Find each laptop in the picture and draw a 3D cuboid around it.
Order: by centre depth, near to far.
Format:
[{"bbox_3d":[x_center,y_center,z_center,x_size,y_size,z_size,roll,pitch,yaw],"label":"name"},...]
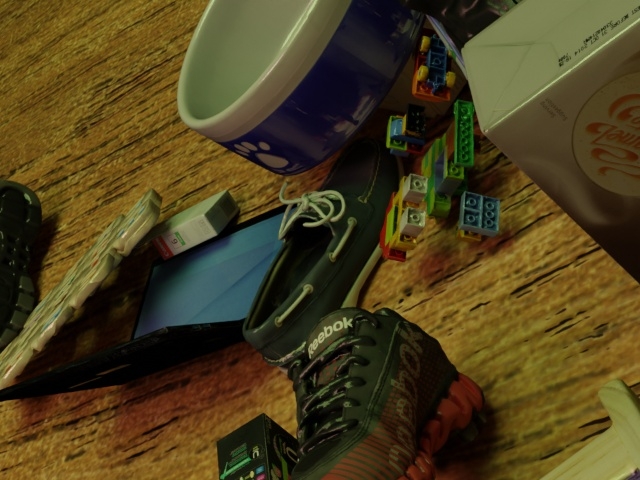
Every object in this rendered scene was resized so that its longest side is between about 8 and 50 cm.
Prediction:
[{"bbox_3d":[-0.153,0.051,1.208,0.234,0.264,0.136,-22,77,34],"label":"laptop"}]

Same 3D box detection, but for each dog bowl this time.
[{"bbox_3d":[-0.018,-0.197,1.173,0.265,0.104,0.265,-42,32,34],"label":"dog bowl"}]

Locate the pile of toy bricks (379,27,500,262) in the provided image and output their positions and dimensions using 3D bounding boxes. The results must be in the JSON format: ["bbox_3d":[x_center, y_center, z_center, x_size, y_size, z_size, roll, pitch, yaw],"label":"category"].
[{"bbox_3d":[0.108,-0.069,1.095,0.105,0.118,0.212,121,159,-61],"label":"pile of toy bricks"}]

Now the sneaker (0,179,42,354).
[{"bbox_3d":[-0.402,0.053,1.549,0.106,0.101,0.267,-48,27,42],"label":"sneaker"}]

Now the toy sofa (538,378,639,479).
[{"bbox_3d":[0.096,0.265,0.699,0.362,0.150,0.177,-39,33,13],"label":"toy sofa"}]

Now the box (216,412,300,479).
[{"bbox_3d":[-0.043,0.193,1.007,0.052,0.062,0.083,-34,36,18],"label":"box"}]

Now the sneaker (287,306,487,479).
[{"bbox_3d":[0.024,0.120,0.842,0.097,0.135,0.276,-34,1,25],"label":"sneaker"}]

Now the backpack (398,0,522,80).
[{"bbox_3d":[0.215,-0.181,0.944,0.276,0.213,0.263,-33,71,37],"label":"backpack"}]

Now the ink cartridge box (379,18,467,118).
[{"bbox_3d":[0.108,-0.232,1.252,0.203,0.086,0.148,-55,33,-11],"label":"ink cartridge box"}]

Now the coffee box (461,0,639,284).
[{"bbox_3d":[0.222,-0.063,0.800,0.141,0.246,0.098,-35,35,23],"label":"coffee box"}]

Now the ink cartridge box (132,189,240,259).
[{"bbox_3d":[-0.146,-0.010,1.343,0.115,0.029,0.063,-25,15,31],"label":"ink cartridge box"}]

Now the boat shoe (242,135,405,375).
[{"bbox_3d":[0.000,0.000,1.141,0.095,0.079,0.254,-4,52,49],"label":"boat shoe"}]

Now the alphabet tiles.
[{"bbox_3d":[-0.270,0.062,1.358,0.284,0.021,0.278,-47,12,5],"label":"alphabet tiles"}]
